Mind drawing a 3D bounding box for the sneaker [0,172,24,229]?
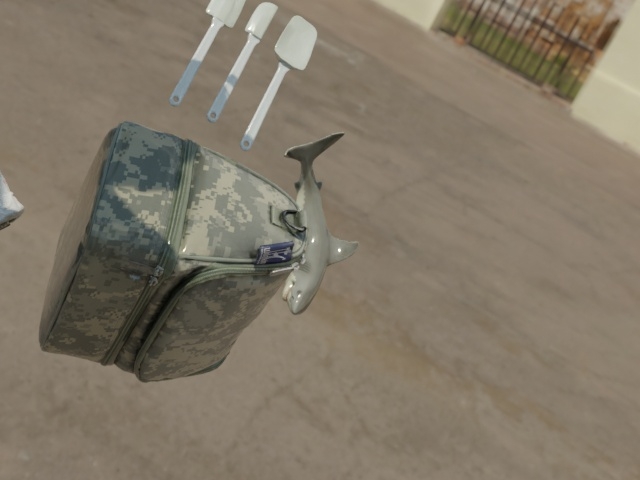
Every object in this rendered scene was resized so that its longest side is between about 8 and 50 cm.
[{"bbox_3d":[-0.506,-0.036,1.396,0.115,0.232,0.090,66,-19,1],"label":"sneaker"}]

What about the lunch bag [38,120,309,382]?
[{"bbox_3d":[-0.179,0.029,1.332,0.255,0.305,0.213,17,49,-18],"label":"lunch bag"}]

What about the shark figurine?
[{"bbox_3d":[0.003,-0.023,1.709,0.116,0.278,0.166,3,-2,6],"label":"shark figurine"}]

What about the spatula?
[{"bbox_3d":[-0.110,-0.257,1.584,0.168,0.242,0.019,33,-27,-20],"label":"spatula"}]
